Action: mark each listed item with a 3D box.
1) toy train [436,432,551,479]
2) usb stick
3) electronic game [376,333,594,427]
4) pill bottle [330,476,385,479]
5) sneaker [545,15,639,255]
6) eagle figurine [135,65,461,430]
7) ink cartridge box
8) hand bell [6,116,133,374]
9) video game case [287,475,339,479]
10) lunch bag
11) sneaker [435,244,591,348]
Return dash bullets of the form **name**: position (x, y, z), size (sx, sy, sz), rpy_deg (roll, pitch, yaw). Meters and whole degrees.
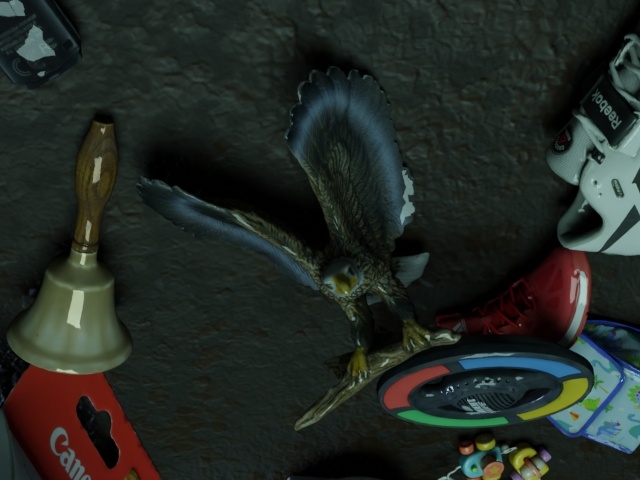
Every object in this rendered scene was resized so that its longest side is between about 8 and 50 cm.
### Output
- **toy train**: position (0.234, 0.313, 1.376), size (0.166, 0.046, 0.125), rpy_deg (21, 100, -22)
- **usb stick**: position (-0.290, -0.239, 0.864), size (0.077, 0.045, 0.278), rpy_deg (-28, 128, 6)
- **electronic game**: position (0.174, 0.156, 1.154), size (0.229, 0.048, 0.229), rpy_deg (-2, 153, -1)
- **pill bottle**: position (0.052, 0.448, 1.262), size (0.181, 0.323, 0.181), rpy_deg (-4, 130, -5)
- **sneaker**: position (0.288, -0.107, 1.008), size (0.146, 0.122, 0.330), rpy_deg (-7, 130, -5)
- **eagle figurine**: position (0.003, 0.000, 1.046), size (0.226, 0.225, 0.298), rpy_deg (-38, 99, -27)
- **ink cartridge box**: position (-0.262, 0.319, 1.116), size (0.091, 0.385, 0.308), rpy_deg (4, 134, 24)
- **hand bell**: position (-0.227, -0.006, 1.051), size (0.126, 0.126, 0.242), rpy_deg (7, 116, -14)
- **video game case**: position (0.085, 0.435, 1.492), size (0.329, 0.036, 0.300), rpy_deg (7, 128, -13)
- **lunch bag**: position (0.328, 0.164, 1.266), size (0.151, 0.096, 0.129), rpy_deg (23, 127, -8)
- **sneaker**: position (0.200, 0.087, 1.178), size (0.128, 0.087, 0.221), rpy_deg (5, 131, -13)
